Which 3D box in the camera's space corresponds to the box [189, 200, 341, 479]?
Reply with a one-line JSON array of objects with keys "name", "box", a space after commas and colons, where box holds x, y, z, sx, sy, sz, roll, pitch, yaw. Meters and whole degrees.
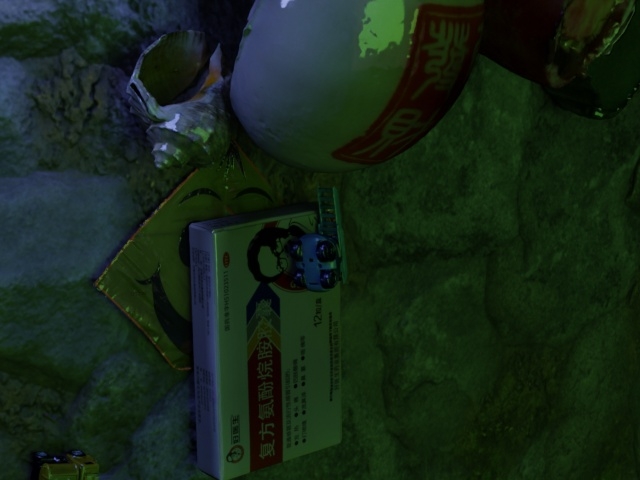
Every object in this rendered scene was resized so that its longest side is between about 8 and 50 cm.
[{"name": "box", "box": [-0.071, 0.135, 1.773, 0.214, 0.069, 0.353, -11, 106, -37]}]

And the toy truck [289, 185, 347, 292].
[{"name": "toy truck", "box": [0.000, 0.000, 1.722, 0.074, 0.063, 0.136, -28, 117, -53]}]

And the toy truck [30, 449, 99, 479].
[{"name": "toy truck", "box": [-0.323, 0.297, 1.639, 0.083, 0.054, 0.049, 6, 97, -39]}]

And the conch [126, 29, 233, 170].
[{"name": "conch", "box": [-0.167, -0.178, 1.593, 0.155, 0.130, 0.207, 53, 52, -48]}]

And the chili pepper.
[{"name": "chili pepper", "box": [0.279, -0.368, 1.810, 0.229, 0.305, 0.251, -15, 123, -42]}]

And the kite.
[{"name": "kite", "box": [-0.137, 0.021, 1.738, 0.377, 0.013, 0.328, 0, 101, -39]}]

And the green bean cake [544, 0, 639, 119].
[{"name": "green bean cake", "box": [0.428, -0.318, 2.020, 0.227, 0.125, 0.223, 43, 73, -38]}]

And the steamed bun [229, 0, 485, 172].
[{"name": "steamed bun", "box": [0.066, -0.242, 1.599, 0.374, 0.241, 0.374, -54, 171, -13]}]
